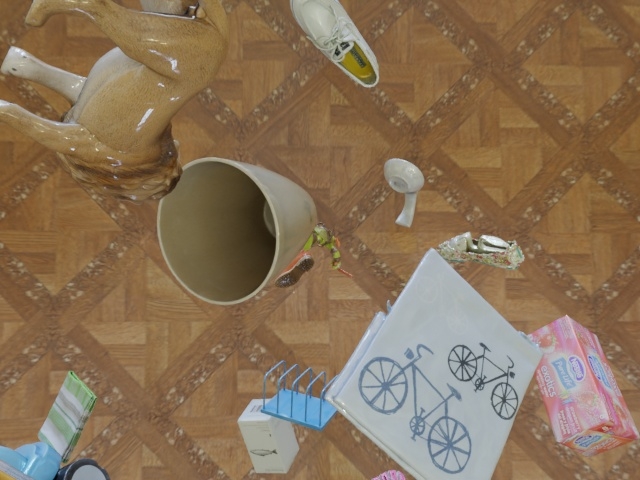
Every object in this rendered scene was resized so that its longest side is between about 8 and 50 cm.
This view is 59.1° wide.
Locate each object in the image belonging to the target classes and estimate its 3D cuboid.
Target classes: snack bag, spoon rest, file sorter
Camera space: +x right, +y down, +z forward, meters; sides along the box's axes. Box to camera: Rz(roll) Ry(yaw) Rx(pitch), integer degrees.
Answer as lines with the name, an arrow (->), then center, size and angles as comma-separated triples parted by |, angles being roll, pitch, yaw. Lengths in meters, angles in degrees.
snack bag -> 0.209, 0.222, 0.950 | 0.323, 0.037, 0.342 | 42, 62, -11
spoon rest -> 0.273, -0.164, 1.832 | 0.137, 0.276, 0.084 | 19, 57, 24
file sorter -> -0.047, 0.383, 1.418 | 0.170, 0.118, 0.105 | 10, 107, 24

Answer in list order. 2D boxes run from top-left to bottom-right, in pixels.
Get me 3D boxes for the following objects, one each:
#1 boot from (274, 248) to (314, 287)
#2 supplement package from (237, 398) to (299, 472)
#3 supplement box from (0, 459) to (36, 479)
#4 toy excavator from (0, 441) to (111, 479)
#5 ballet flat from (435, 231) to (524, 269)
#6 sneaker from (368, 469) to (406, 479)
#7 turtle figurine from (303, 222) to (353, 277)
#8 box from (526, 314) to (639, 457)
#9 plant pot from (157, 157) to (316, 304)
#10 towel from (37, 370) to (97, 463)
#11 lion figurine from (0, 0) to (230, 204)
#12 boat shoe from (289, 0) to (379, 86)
boot -> -0.089, 0.087, 1.814 | 0.158, 0.085, 0.059 | -40, 129, 14
supplement package -> -0.146, 0.555, 1.605 | 0.105, 0.105, 0.179 | -10, 106, 22
supplement box -> -0.346, 0.343, 0.681 | 0.233, 0.080, 0.078 | 28, 67, 2
toy excavator -> -0.604, 0.432, 0.834 | 0.222, 0.433, 0.445 | -31, 112, 20
ballet flat -> 0.411, 0.016, 1.475 | 0.091, 0.241, 0.077 | -47, 132, -40
sneaker -> 0.107, 0.560, 1.224 | 0.170, 0.063, 0.075 | -11, 122, -23
turtle figurine -> 0.000, 0.000, 1.741 | 0.087, 0.217, 0.269 | -43, 66, 18
box -> 0.650, 0.364, 1.428 | 0.154, 0.300, 0.142 | 30, 127, -28
plant pot -> -0.125, -0.036, 1.089 | 0.256, 0.274, 0.257 | 5, 102, 25
towel -> -0.519, 0.359, 1.148 | 0.113, 0.023, 0.152 | 25, 91, 34
lion figurine -> -0.200, -0.168, 0.611 | 0.240, 0.392, 0.142 | 23, 57, -33
boat shoe -> 0.053, -0.584, 1.667 | 0.136, 0.156, 0.367 | -35, 128, 18
